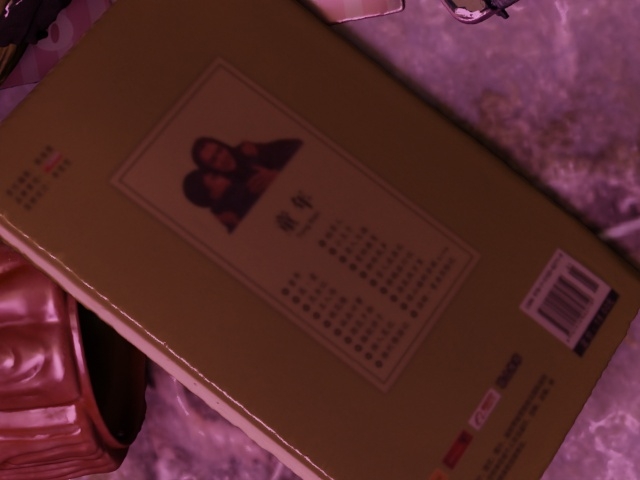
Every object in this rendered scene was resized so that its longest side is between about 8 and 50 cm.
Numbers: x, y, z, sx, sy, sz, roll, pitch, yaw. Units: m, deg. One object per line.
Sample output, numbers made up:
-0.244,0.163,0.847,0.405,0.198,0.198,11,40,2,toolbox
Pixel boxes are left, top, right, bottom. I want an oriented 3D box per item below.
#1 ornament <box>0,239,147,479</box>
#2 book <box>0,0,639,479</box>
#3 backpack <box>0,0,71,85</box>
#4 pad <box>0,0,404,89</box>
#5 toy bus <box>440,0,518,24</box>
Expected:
-0.228,0.050,1.092,0.218,0.235,0.221,-6,146,8,ornament
0.000,0.000,1.038,0.352,0.239,0.035,38,150,0,book
-0.246,-0.169,1.076,0.207,0.140,0.253,38,115,3,backpack
-0.112,-0.207,1.110,0.300,0.005,0.202,-9,100,13,pad
0.139,-0.205,1.008,0.199,0.108,0.096,-33,90,14,toy bus
